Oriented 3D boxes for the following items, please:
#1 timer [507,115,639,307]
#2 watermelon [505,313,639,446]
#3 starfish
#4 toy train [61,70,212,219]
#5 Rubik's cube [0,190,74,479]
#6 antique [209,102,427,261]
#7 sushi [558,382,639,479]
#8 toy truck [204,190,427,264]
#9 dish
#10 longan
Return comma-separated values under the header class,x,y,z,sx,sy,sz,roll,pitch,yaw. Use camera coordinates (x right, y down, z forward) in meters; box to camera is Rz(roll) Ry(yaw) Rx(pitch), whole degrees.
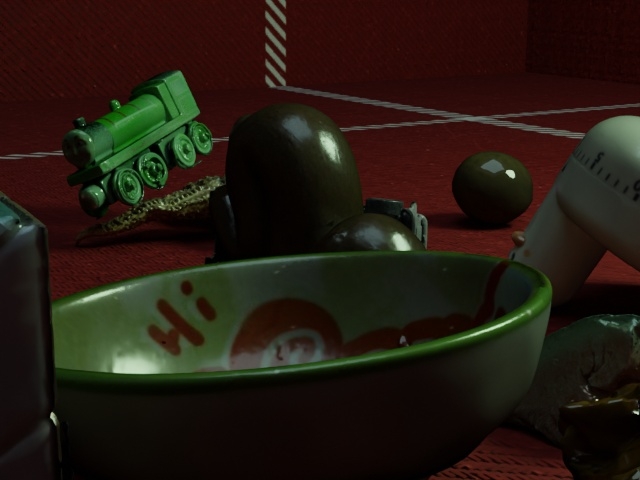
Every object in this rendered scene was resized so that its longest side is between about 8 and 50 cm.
class,x,y,z,sx,sy,sz,roll,pitch,yaw
timer,0.317,-0.004,1.141,0.233,0.240,0.233,30,15,-9
watermelon,0.185,0.103,0.843,0.155,0.101,0.080,0,20,43
starfish,-0.119,-0.060,1.509,0.301,0.084,0.293,-15,17,11
toy train,-0.218,-0.117,1.447,0.085,0.119,0.251,-17,14,29
Rubik's cube,-0.256,0.085,0.563,0.231,0.221,0.225,-6,15,-26
antique,0.002,-0.012,1.049,0.121,0.143,0.257,-6,47,-33
sushi,0.247,0.138,0.400,0.234,0.207,0.348,-19,20,-37
toy truck,0.000,0.000,1.217,0.216,0.110,0.116,5,2,19
dish,-0.021,0.094,0.725,0.324,0.124,0.324,-6,9,1
longan,0.219,-0.064,1.534,0.113,0.092,0.113,10,-10,2
